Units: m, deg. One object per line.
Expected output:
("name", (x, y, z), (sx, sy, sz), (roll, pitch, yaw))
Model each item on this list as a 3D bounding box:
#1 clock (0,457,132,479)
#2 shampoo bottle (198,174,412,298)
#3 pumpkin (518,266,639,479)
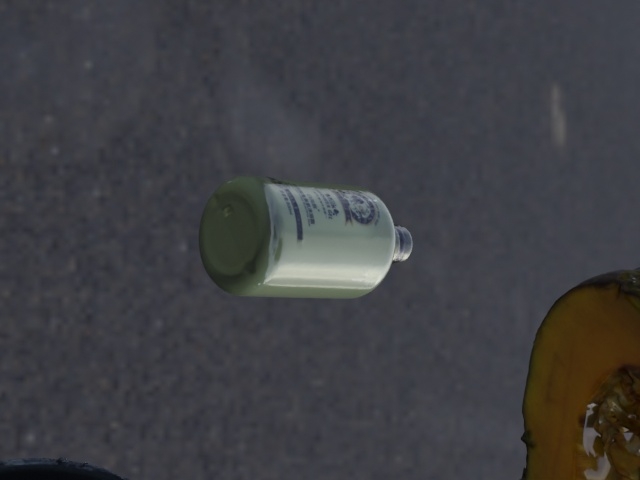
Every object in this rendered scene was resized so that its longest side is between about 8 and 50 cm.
("clock", (-0.224, 0.365, 1.517), (0.076, 0.386, 0.386), (125, -20, -56))
("shampoo bottle", (0.000, 0.000, 1.263), (0.162, 0.079, 0.079), (4, 87, -44))
("pumpkin", (0.178, 0.099, 1.040), (0.126, 0.131, 0.248), (64, -37, 27))
